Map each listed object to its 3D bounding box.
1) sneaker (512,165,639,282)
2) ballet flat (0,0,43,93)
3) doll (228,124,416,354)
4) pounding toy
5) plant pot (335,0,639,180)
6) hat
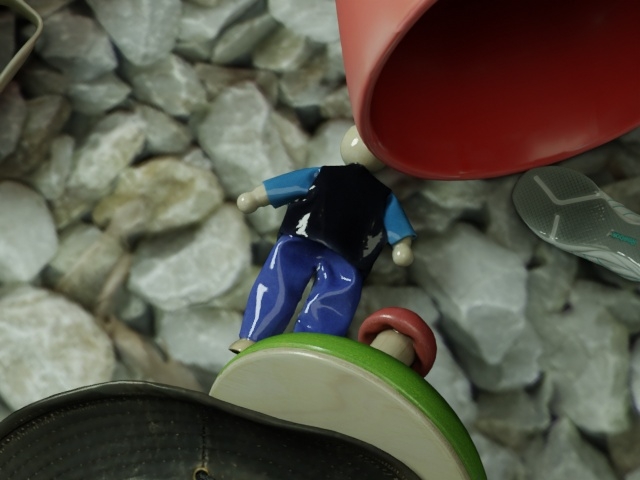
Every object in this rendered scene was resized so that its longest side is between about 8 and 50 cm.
[{"bbox_3d":[0.200,-0.001,0.672,0.152,0.061,0.054,32,85,28],"label":"sneaker"},{"bbox_3d":[-0.249,-0.198,0.718,0.106,0.107,0.316,18,80,-15],"label":"ballet flat"},{"bbox_3d":[0.000,0.000,0.675,0.129,0.046,0.189,24,77,6],"label":"doll"},{"bbox_3d":[0.054,0.132,0.595,0.237,0.183,0.110,40,43,6],"label":"pounding toy"},{"bbox_3d":[0.117,-0.210,0.633,0.274,0.275,0.243,-16,65,-3],"label":"plant pot"},{"bbox_3d":[-0.079,0.239,0.507,0.331,0.134,0.331,3,107,9],"label":"hat"}]
